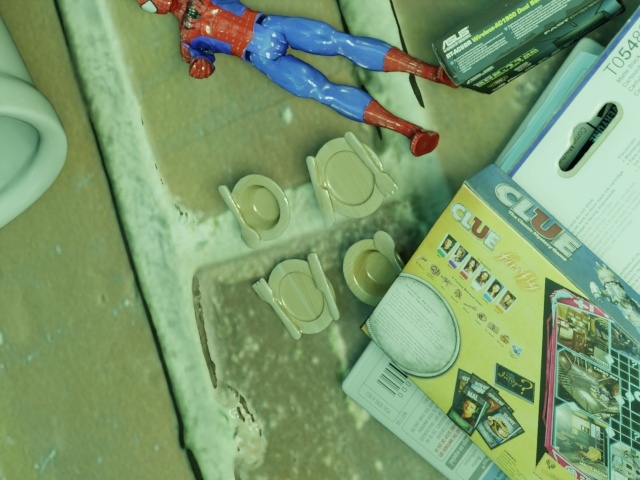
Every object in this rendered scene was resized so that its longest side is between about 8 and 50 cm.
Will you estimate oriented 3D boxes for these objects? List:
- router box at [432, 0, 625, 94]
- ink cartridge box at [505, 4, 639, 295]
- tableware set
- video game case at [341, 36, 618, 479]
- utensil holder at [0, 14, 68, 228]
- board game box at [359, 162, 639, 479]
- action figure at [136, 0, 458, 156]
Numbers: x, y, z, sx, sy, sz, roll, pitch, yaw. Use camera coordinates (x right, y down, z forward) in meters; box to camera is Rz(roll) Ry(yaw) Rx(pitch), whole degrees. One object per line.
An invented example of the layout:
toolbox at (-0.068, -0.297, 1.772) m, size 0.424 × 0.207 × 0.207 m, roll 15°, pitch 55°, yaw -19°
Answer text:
router box at (0.150, -0.153, 0.833) m, size 0.122 × 0.092 × 0.038 m, roll -32°, pitch 80°, yaw 21°
ink cartridge box at (0.246, -0.018, 0.785) m, size 0.224 × 0.045 × 0.223 m, roll 43°, pitch 107°, yaw 16°
tableware set at (0.000, 0.000, 0.914) m, size 0.169 × 0.020 × 0.141 m, roll -20°, pitch 97°, yaw 37°
video game case at (0.217, 0.071, 0.845) m, size 0.300 × 0.036 × 0.329 m, roll 38°, pitch 105°, yaw 17°
utensil holder at (-0.433, -0.183, 0.960) m, size 0.328 × 0.327 × 0.385 m, roll -31°, pitch 78°, yaw 21°
board game box at (0.156, 0.088, 0.792) m, size 0.243 × 0.042 × 0.165 m, roll 45°, pitch 133°, yaw 14°
action figure at (-0.045, -0.153, 0.897) m, size 0.280 × 0.139 × 0.091 m, roll 24°, pitch 100°, yaw 23°
